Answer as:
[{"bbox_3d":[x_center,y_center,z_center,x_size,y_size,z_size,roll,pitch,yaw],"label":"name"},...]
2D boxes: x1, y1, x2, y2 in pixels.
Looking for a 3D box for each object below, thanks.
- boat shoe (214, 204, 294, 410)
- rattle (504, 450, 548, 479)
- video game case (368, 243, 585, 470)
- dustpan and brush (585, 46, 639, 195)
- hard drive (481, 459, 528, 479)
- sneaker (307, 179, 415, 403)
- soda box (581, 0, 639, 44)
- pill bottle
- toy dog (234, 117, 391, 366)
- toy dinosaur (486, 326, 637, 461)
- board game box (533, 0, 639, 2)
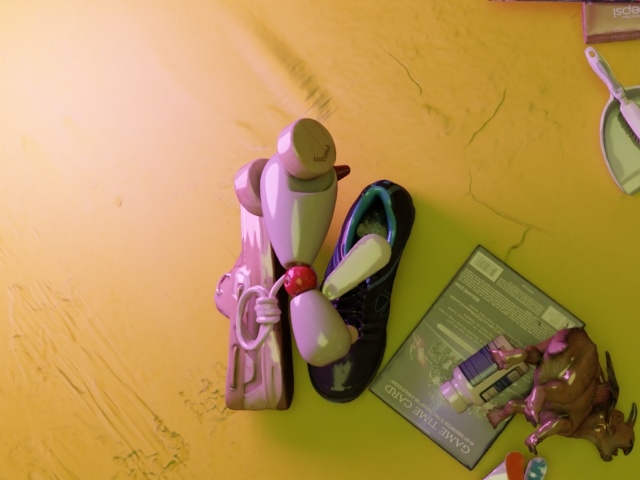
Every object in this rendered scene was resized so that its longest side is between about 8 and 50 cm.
[{"bbox_3d":[-0.107,0.086,1.795,0.110,0.121,0.341,-4,86,10],"label":"boat shoe"},{"bbox_3d":[0.284,0.417,1.697,0.130,0.142,0.199,-17,64,-23],"label":"rattle"},{"bbox_3d":[0.229,0.172,1.773,0.196,0.026,0.274,38,94,11],"label":"video game case"},{"bbox_3d":[0.448,-0.190,1.741,0.147,0.060,0.211,-34,80,6],"label":"dustpan and brush"},{"bbox_3d":[0.301,0.501,1.723,0.210,0.040,0.318,-42,80,5],"label":"hard drive"},{"bbox_3d":[0.046,0.072,1.758,0.125,0.140,0.340,13,89,10],"label":"sneaker"},{"bbox_3d":[0.475,-0.328,1.747,0.181,0.061,0.058,-4,85,11],"label":"soda box"},{"bbox_3d":[0.234,0.195,1.723,0.120,0.067,0.067,-37,80,6],"label":"pill bottle"},{"bbox_3d":[0.000,0.000,1.663,0.220,0.161,0.333,1,92,52],"label":"toy dog"},{"bbox_3d":[0.345,0.192,1.648,0.200,0.295,0.127,-24,46,-15],"label":"toy dinosaur"},{"bbox_3d":[0.380,-0.407,1.754,0.260,0.030,0.136,5,58,15],"label":"board game box"}]
